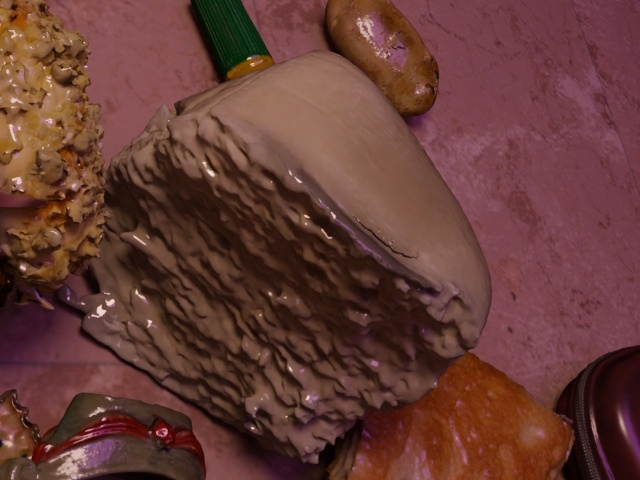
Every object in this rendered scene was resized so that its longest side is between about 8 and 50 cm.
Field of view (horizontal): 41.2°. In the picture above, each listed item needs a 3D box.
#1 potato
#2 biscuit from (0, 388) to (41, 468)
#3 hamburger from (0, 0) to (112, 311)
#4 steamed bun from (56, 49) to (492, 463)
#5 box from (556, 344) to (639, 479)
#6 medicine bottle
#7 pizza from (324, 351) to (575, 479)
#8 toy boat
[{"bbox_3d":[0.074,-0.218,0.979,0.170,0.080,0.107,51,33,-2],"label":"potato"},{"bbox_3d":[-0.204,0.214,0.545,0.144,0.016,0.203,-32,89,-45],"label":"biscuit"},{"bbox_3d":[-0.219,-0.072,0.549,0.139,0.243,0.261,-14,72,-24],"label":"hamburger"},{"bbox_3d":[0.000,0.000,0.634,0.290,0.272,0.273,52,56,-17],"label":"steamed bun"},{"bbox_3d":[0.399,0.311,0.923,0.263,0.108,0.403,-6,70,-42],"label":"box"},{"bbox_3d":[-0.058,-0.143,0.836,0.095,0.064,0.260,-19,79,-35],"label":"medicine bottle"},{"bbox_3d":[0.110,0.199,0.774,0.365,0.074,0.182,-13,76,-43],"label":"pizza"},{"bbox_3d":[-0.134,0.150,0.592,0.185,0.089,0.071,27,59,-45],"label":"toy boat"}]
